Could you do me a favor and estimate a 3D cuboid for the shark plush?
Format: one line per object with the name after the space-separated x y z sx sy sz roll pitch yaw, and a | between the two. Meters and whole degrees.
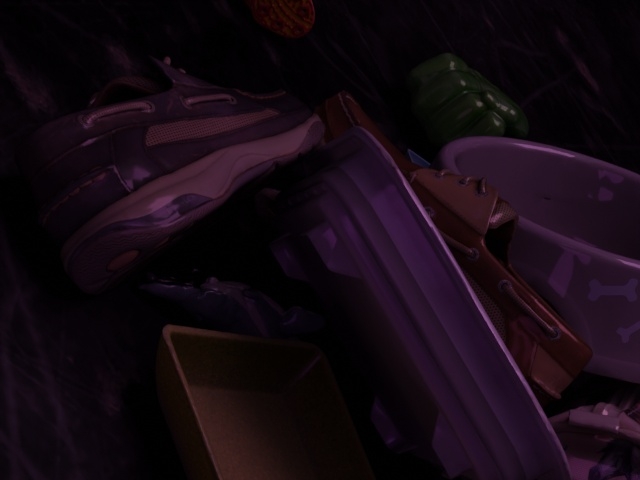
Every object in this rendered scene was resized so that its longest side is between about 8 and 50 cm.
-0.060 0.064 1.312 0.161 0.073 0.067 41 57 -42 | shark plush

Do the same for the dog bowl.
0.240 0.007 1.675 0.349 0.102 0.349 16 19 -6 | dog bowl

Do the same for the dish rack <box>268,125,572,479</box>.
0.053 0.065 1.332 0.285 0.072 0.333 59 -8 -3 | dish rack

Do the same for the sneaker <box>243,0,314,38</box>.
-0.067 -0.268 1.742 0.175 0.064 0.067 47 14 -22 | sneaker

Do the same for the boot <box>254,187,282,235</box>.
0.000 0.000 1.528 0.106 0.037 0.114 49 17 23 | boot

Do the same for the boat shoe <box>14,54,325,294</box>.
-0.103 -0.076 1.321 0.130 0.132 0.355 54 22 -1 | boat shoe

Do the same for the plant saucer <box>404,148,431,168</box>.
0.150 -0.029 1.882 0.192 0.018 0.067 30 33 -42 | plant saucer

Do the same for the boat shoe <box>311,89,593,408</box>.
0.111 0.003 1.507 0.324 0.120 0.122 57 12 17 | boat shoe

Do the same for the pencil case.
0.286 0.184 1.652 0.410 0.160 0.183 -24 113 -66 | pencil case

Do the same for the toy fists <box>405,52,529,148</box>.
0.199 -0.086 1.922 0.279 0.096 0.142 50 19 5 | toy fists

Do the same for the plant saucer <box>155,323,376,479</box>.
-0.034 0.156 1.229 0.188 0.045 0.188 12 50 -55 | plant saucer
